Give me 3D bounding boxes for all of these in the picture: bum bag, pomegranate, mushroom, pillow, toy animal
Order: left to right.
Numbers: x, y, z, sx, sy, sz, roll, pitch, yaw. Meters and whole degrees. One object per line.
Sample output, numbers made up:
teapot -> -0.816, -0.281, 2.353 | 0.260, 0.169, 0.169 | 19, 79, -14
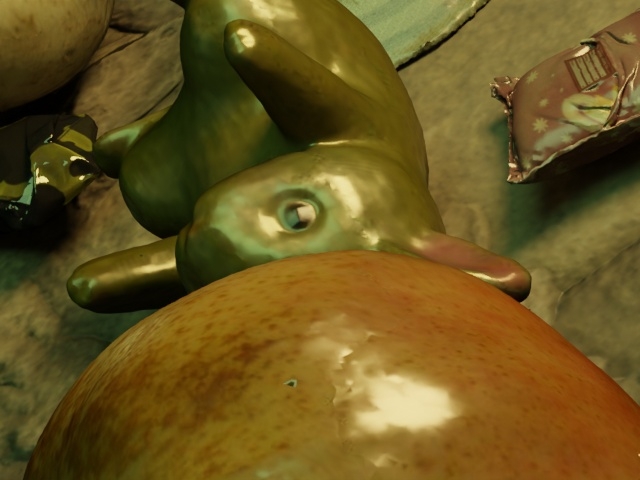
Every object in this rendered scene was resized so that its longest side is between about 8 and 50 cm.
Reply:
bum bag -> -0.233, -0.042, 1.332 | 0.232, 0.060, 0.107 | -3, 42, 34
mushroom -> -0.238, -0.186, 1.372 | 0.189, 0.195, 0.254 | -10, 17, -16
toy animal -> -0.018, -0.009, 1.042 | 0.181, 0.180, 0.363 | -61, 23, 26
pomegranate -> 0.008, 0.154, 0.744 | 0.319, 0.319, 0.319 | -20, 40, 18
pillow -> 0.181, -0.094, 1.106 | 0.185, 0.043, 0.118 | -23, 33, 9

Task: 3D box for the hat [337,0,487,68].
hat -> 0.001, -0.214, 1.306 | 0.252, 0.110, 0.252 | -19, 41, 17
